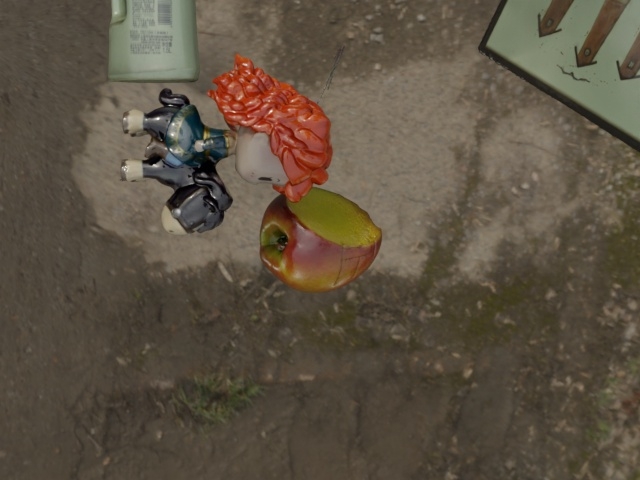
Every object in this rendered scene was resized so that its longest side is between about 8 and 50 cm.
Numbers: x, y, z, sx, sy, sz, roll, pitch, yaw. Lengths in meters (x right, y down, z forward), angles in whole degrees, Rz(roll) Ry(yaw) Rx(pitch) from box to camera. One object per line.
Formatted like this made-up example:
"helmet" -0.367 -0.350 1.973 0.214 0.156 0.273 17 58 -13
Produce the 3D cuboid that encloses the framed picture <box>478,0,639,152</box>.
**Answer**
"framed picture" 0.329 -0.290 0.803 0.013 0.244 0.324 -17 140 -46

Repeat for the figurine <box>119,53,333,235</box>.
"figurine" -0.186 -0.178 1.482 0.411 0.241 0.306 -26 78 -5

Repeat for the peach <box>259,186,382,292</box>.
"peach" 0.000 0.000 1.750 0.274 0.245 0.249 -3 69 -28

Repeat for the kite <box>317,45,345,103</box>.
"kite" 0.023 -0.346 1.563 0.005 0.137 0.152 22 65 2

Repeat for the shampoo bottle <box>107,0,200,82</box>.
"shampoo bottle" -0.205 -0.312 0.925 0.087 0.118 0.234 -23 115 -68
